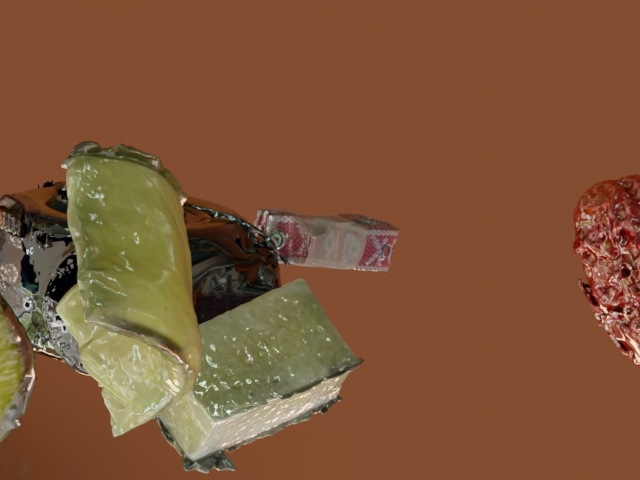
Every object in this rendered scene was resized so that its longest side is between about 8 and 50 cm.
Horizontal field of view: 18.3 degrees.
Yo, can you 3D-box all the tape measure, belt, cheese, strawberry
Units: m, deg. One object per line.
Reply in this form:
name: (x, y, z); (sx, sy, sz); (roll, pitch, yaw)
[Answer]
tape measure: (-0.141, 0.024, 1.447); (0.223, 0.202, 0.135); (22, 108, 42)
belt: (0.000, 0.000, 1.846); (0.071, 0.232, 0.053); (19, 97, 26)
cheese: (-0.055, 0.017, 0.588); (0.041, 0.084, 0.060); (-7, 57, -13)
strawberry: (0.307, 0.020, 1.715); (0.201, 0.184, 0.187); (43, 68, 1)

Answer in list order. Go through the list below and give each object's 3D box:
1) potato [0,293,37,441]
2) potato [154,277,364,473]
potato: (-0.231, 0.044, 0.916); (0.160, 0.272, 0.111); (-35, 68, -7)
potato: (-0.043, 0.080, 1.185); (0.122, 0.061, 0.086); (-22, 64, -35)
